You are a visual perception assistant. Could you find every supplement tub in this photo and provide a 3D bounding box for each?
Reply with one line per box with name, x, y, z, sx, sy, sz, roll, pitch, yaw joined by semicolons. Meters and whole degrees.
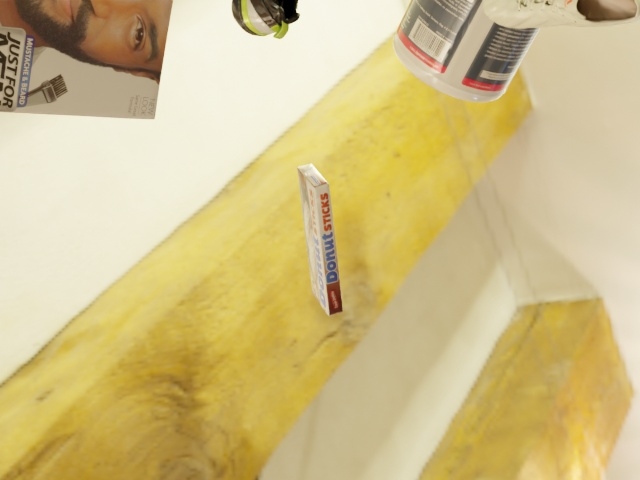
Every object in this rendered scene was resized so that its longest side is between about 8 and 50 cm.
supplement tub;0.240;-0.357;1.758;0.191;0.272;0.191;20;-149;-13

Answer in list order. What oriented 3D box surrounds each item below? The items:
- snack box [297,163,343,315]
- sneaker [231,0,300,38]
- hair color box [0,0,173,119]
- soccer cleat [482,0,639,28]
snack box;0.000;0.000;1.459;0.022;0.064;0.178;-15;-59;-15
sneaker;-0.043;-0.362;1.497;0.084;0.097;0.234;7;-93;-44
hair color box;-0.194;-0.138;0.841;0.167;0.053;0.093;-1;-67;-32
soccer cleat;0.271;-0.268;1.346;0.076;0.196;0.068;-40;-51;-58
